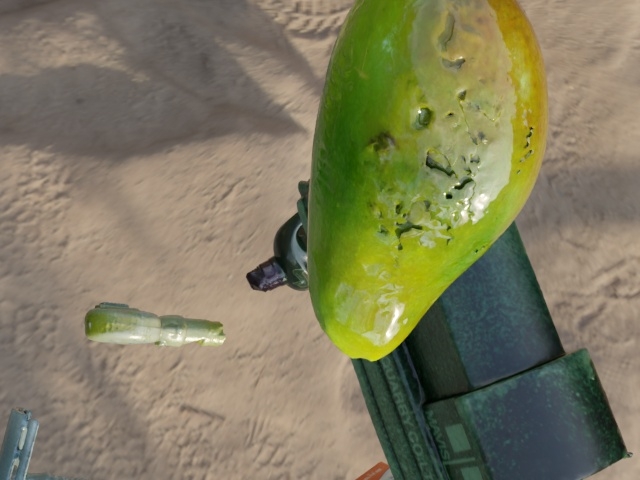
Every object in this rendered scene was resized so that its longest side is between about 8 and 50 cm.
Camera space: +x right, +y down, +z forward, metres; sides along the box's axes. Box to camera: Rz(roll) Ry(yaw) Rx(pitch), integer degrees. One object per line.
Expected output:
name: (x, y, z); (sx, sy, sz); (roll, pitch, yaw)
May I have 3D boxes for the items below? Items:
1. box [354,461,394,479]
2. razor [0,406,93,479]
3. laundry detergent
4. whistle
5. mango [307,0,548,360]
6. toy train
box: (0.048, 0.376, 1.274); (0.273, 0.265, 0.048); (-30, 107, -24)
razor: (-0.133, 0.204, 0.828); (0.232, 0.068, 0.106); (17, 83, -18)
laundry detergent: (0.000, 0.000, 1.465); (0.221, 0.078, 0.144); (-25, 140, -9)
whistle: (-0.227, 0.117, 1.506); (0.198, 0.104, 0.057); (5, 83, -26)
mango: (0.053, -0.039, 0.598); (0.111, 0.125, 0.233); (0, 113, -31)
toy train: (0.105, 0.062, 0.820); (0.138, 0.178, 0.330); (-17, 83, -22)
